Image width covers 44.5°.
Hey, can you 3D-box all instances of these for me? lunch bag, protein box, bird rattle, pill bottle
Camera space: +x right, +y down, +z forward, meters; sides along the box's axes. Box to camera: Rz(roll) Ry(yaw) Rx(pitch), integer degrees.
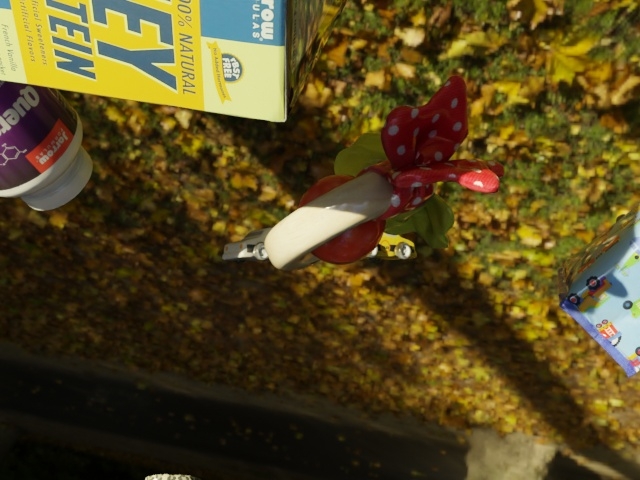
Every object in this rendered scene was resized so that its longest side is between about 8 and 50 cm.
[{"bbox_3d":[0.430,0.012,1.048,0.138,0.293,0.221,45,108,-6],"label":"lunch bag"},{"bbox_3d":[-0.090,-0.188,0.465,0.199,0.201,0.136,10,127,8],"label":"protein box"},{"bbox_3d":[0.050,-0.026,0.686,0.206,0.143,0.253,-29,-178,-1],"label":"bird rattle"},{"bbox_3d":[-0.470,-0.187,1.126,0.181,0.182,0.323,2,146,26],"label":"pill bottle"}]

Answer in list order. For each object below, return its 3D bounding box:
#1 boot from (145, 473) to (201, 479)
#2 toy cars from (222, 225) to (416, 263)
[{"bbox_3d":[-0.179,0.470,1.241,0.236,0.179,0.085,11,138,-18],"label":"boot"},{"bbox_3d":[0.000,0.000,1.588,0.393,0.087,0.176,-1,174,2],"label":"toy cars"}]
